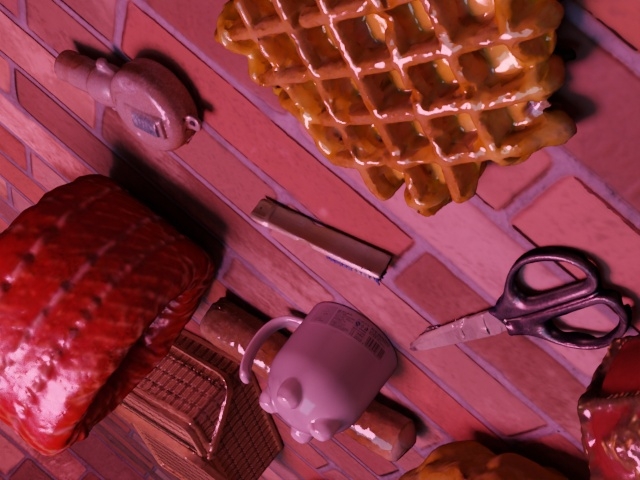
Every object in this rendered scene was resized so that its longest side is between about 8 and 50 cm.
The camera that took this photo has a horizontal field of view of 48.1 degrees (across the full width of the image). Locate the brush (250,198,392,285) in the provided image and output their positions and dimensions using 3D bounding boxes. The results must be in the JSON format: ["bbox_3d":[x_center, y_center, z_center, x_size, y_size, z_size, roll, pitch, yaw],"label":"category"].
[{"bbox_3d":[0.000,0.000,0.797,0.178,0.033,0.030,25,160,26],"label":"brush"}]

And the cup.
[{"bbox_3d":[-0.012,0.162,0.905,0.173,0.142,0.134,38,150,6],"label":"cup"}]

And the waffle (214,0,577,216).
[{"bbox_3d":[0.031,-0.155,0.541,0.329,0.062,0.329,28,147,20],"label":"waffle"}]

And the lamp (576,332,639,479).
[{"bbox_3d":[0.308,0.124,0.481,0.177,0.177,0.274,47,148,-9],"label":"lamp"}]

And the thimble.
[{"bbox_3d":[-0.325,0.096,0.991,0.230,0.350,0.350,38,149,5],"label":"thimble"}]

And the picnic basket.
[{"bbox_3d":[-0.232,0.330,1.326,0.228,0.175,0.313,21,143,31],"label":"picnic basket"}]

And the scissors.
[{"bbox_3d":[0.173,0.082,0.718,0.109,0.022,0.300,48,150,-4],"label":"scissors"}]

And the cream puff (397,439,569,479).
[{"bbox_3d":[0.236,0.412,0.873,0.291,0.257,0.325,-44,53,27],"label":"cream puff"}]

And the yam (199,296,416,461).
[{"bbox_3d":[-0.022,0.196,1.026,0.356,0.081,0.081,30,147,17],"label":"yam"}]

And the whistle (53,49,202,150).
[{"bbox_3d":[-0.220,-0.165,0.811,0.220,0.057,0.107,28,147,25],"label":"whistle"}]
